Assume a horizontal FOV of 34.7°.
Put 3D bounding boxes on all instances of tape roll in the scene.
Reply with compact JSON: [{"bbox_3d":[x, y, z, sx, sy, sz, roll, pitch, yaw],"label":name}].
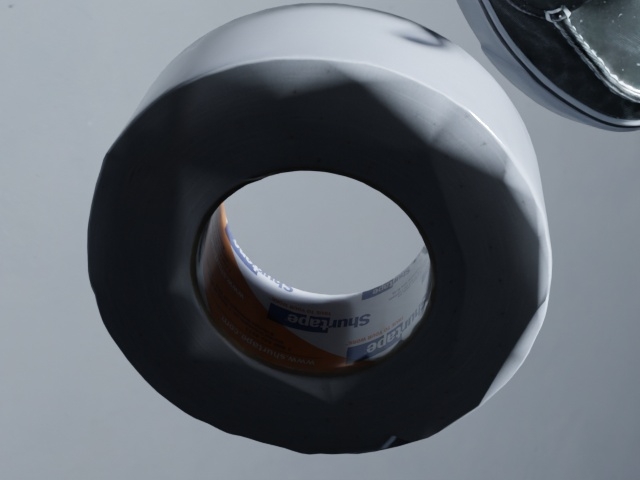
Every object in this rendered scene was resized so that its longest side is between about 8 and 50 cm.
[{"bbox_3d":[0.000,0.000,0.502,0.219,0.072,0.219,3,120,5],"label":"tape roll"}]

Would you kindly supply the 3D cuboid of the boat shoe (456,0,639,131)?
[{"bbox_3d":[0.117,-0.161,0.475,0.113,0.105,0.306,-39,123,-7],"label":"boat shoe"}]
